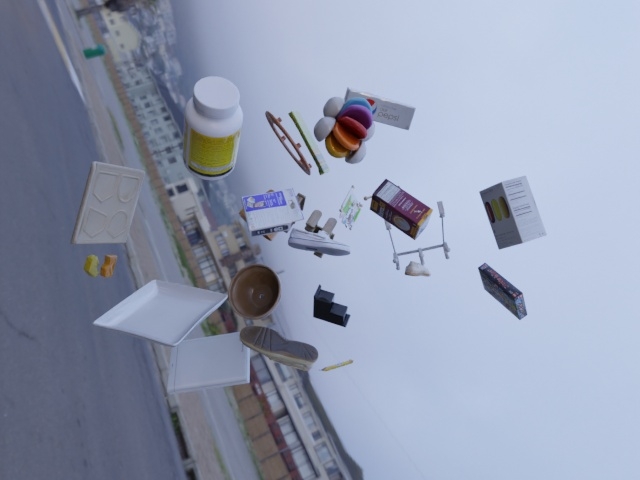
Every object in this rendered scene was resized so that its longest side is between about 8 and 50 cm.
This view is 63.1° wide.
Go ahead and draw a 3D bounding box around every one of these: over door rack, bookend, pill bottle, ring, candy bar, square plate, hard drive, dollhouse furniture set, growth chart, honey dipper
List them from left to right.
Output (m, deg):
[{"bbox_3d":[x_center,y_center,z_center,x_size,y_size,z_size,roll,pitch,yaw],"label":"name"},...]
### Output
[{"bbox_3d":[-0.565,0.262,1.882,0.347,0.343,0.049,-47,141,-59],"label":"square plate"},{"bbox_3d":[-0.483,0.529,2.266,0.047,0.352,0.233,74,8,-52],"label":"hard drive"},{"bbox_3d":[-0.358,-0.369,1.733,0.188,0.187,0.334,62,-27,22],"label":"pill bottle"},{"bbox_3d":[-0.134,-0.431,2.295,0.337,0.032,0.336,52,-4,5],"label":"ring"},{"bbox_3d":[-0.039,-0.078,2.354,0.241,0.161,0.212,28,-31,6],"label":"dollhouse furniture set"},{"bbox_3d":[0.052,0.287,2.275,0.156,0.072,0.157,16,-42,13],"label":"bookend"},{"bbox_3d":[0.070,0.548,2.276,0.040,0.161,0.018,-29,-105,65],"label":"candy bar"},{"bbox_3d":[0.139,-0.144,2.390,0.021,0.172,0.237,17,-18,21],"label":"growth chart"},{"bbox_3d":[0.245,-0.184,2.077,0.030,0.160,0.031,162,-90,-74],"label":"honey dipper"},{"bbox_3d":[0.400,0.003,2.129,0.324,0.239,0.108,67,13,-49],"label":"over door rack"}]

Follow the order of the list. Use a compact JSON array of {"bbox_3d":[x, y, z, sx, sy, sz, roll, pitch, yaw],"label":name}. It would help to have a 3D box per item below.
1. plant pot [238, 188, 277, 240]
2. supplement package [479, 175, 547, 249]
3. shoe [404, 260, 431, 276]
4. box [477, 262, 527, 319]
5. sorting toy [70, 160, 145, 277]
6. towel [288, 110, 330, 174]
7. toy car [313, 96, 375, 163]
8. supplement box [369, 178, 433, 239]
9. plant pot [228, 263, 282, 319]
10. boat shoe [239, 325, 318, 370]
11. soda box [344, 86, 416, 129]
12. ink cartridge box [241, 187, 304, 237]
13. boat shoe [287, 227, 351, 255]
[{"bbox_3d":[-0.251,-0.133,2.473,0.205,0.188,0.205,38,-9,7],"label":"plant pot"},{"bbox_3d":[0.740,-0.107,2.013,0.139,0.133,0.244,-29,-103,64],"label":"supplement package"},{"bbox_3d":[0.398,0.115,2.106,0.219,0.076,0.059,9,84,-64],"label":"shoe"},{"bbox_3d":[0.780,0.216,2.234,0.233,0.044,0.159,50,-8,49],"label":"box"},{"bbox_3d":[-0.570,-0.049,1.365,0.229,0.041,0.308,-8,116,-76],"label":"sorting toy"},{"bbox_3d":[-0.037,-0.338,1.804,0.237,0.021,0.102,62,17,-5],"label":"towel"},{"bbox_3d":[0.083,-0.313,1.417,0.159,0.182,0.136,32,-28,-19],"label":"toy car"},{"bbox_3d":[0.260,-0.101,1.696,0.188,0.081,0.104,36,-21,16],"label":"supplement box"},{"bbox_3d":[-0.266,0.227,2.232,0.238,0.237,0.110,62,5,23],"label":"plant pot"},{"bbox_3d":[-0.162,0.409,1.935,0.109,0.302,0.098,-78,-171,-51],"label":"boat shoe"},{"bbox_3d":[0.177,-0.406,1.601,0.069,0.215,0.074,-98,-157,-66],"label":"soda box"},{"bbox_3d":[-0.181,-0.107,1.958,0.206,0.208,0.045,-111,-168,-47],"label":"ink cartridge box"},{"bbox_3d":[0.000,0.000,2.103,0.095,0.257,0.084,102,-1,-70],"label":"boat shoe"}]
